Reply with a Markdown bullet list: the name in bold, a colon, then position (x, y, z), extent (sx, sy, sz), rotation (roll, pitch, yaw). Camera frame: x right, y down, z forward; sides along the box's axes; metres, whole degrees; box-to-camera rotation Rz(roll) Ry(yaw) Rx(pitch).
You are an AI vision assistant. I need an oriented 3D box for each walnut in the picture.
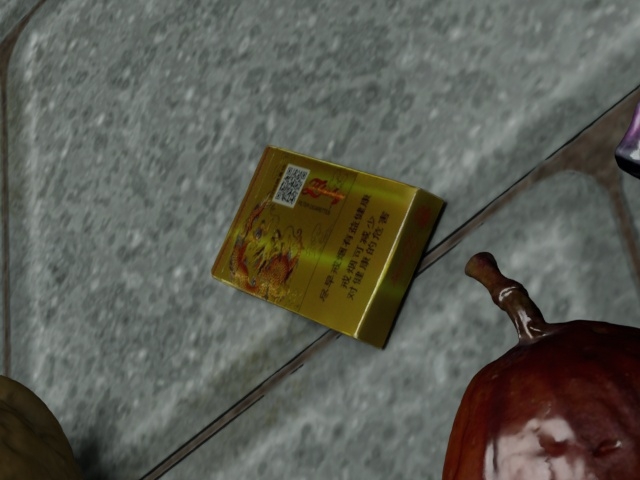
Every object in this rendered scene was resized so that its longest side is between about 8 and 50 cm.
- **walnut**: position (-0.215, 0.149, 1.019), extent (0.149, 0.166, 0.166), rotation (-52, 31, -17)

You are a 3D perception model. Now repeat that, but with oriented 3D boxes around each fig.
- **fig**: position (0.111, 0.080, 0.665), extent (0.128, 0.128, 0.150), rotation (-20, 49, 46)

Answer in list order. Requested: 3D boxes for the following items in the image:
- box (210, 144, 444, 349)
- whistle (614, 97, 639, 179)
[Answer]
- **box**: position (0.000, 0.000, 0.946), extent (0.156, 0.022, 0.089), rotation (17, 82, 55)
- **whistle**: position (0.182, -0.105, 0.764), extent (0.033, 0.033, 0.176), rotation (32, 96, 55)
